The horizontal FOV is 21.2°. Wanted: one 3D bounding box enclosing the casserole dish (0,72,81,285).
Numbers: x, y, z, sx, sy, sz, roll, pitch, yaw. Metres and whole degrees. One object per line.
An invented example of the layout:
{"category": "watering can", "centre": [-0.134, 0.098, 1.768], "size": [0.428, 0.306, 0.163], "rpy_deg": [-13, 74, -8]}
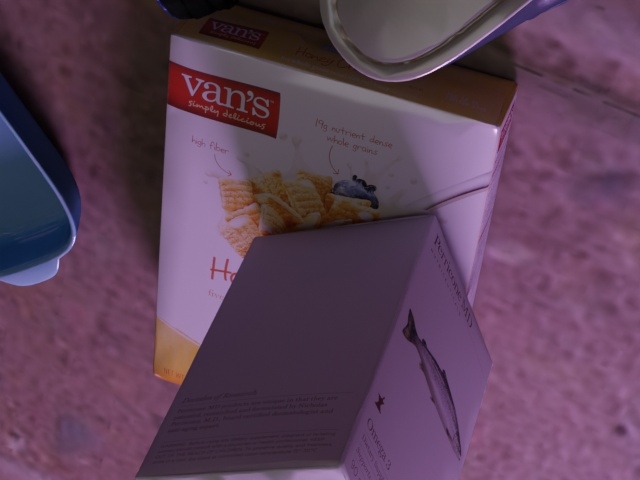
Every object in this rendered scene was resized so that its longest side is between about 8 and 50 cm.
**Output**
{"category": "casserole dish", "centre": [-0.207, -0.057, 0.972], "size": [0.114, 0.037, 0.188], "rpy_deg": [-17, 117, 35]}

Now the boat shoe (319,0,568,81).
{"category": "boat shoe", "centre": [0.116, -0.148, 0.710], "size": [0.254, 0.079, 0.095], "rpy_deg": [-35, 93, 24]}

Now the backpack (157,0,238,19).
{"category": "backpack", "centre": [-0.053, -0.168, 0.764], "size": [0.098, 0.101, 0.120], "rpy_deg": [-24, 145, -1]}

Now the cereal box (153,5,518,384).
{"category": "cereal box", "centre": [0.000, 0.000, 0.910], "size": [0.173, 0.047, 0.240], "rpy_deg": [16, 131, 11]}

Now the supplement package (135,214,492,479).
{"category": "supplement package", "centre": [0.004, 0.084, 0.821], "size": [0.105, 0.179, 0.105], "rpy_deg": [-8, 125, 25]}
